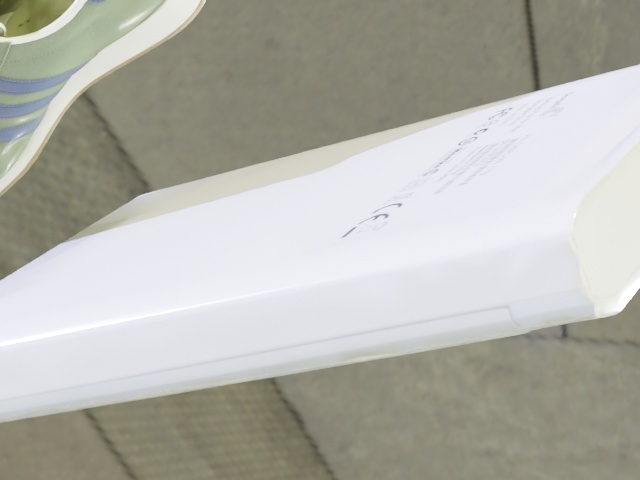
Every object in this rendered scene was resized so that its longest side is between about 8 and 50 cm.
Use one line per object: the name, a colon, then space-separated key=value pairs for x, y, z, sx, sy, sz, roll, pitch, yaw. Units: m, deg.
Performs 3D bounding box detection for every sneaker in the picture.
sneaker: x=-0.145 y=-0.085 z=0.709 sx=0.192 sy=0.086 sz=0.064 roll=-39 pitch=59 yaw=14

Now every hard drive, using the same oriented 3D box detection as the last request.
hard drive: x=0.000 y=0.000 z=0.621 sx=0.307 sy=0.203 sz=0.040 roll=-13 pitch=105 yaw=34
